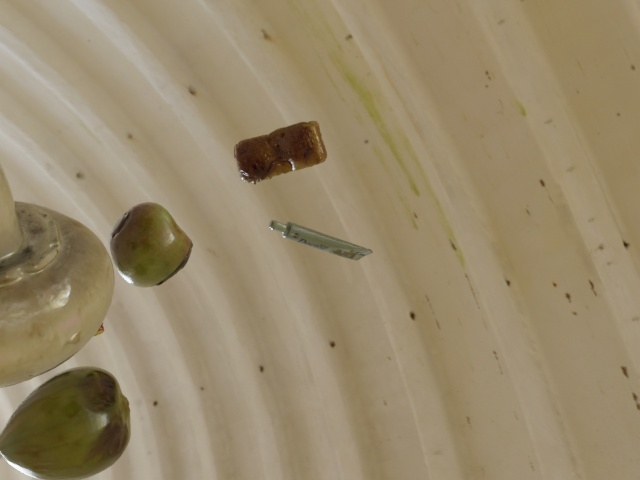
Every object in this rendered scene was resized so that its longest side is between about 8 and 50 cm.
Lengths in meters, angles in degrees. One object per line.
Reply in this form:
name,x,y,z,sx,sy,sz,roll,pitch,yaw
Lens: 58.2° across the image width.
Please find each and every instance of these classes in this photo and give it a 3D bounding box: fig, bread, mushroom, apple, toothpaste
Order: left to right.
mushroom,-0.446,0.023,0.753,0.314,0.336,0.314,3,-137,-3
fig,-0.558,0.405,1.261,0.239,0.271,0.239,170,-90,-74
apple,-0.433,0.012,1.439,0.188,0.174,0.207,-37,-104,-5
bread,-0.118,-0.247,1.643,0.271,0.077,0.139,-11,-83,22
toothpaste,0.000,0.000,1.302,0.067,0.255,0.037,-36,-137,50

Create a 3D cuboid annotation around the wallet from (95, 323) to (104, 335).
wallet,-0.510,0.141,0.973,0.141,0.241,0.067,4,-81,52
